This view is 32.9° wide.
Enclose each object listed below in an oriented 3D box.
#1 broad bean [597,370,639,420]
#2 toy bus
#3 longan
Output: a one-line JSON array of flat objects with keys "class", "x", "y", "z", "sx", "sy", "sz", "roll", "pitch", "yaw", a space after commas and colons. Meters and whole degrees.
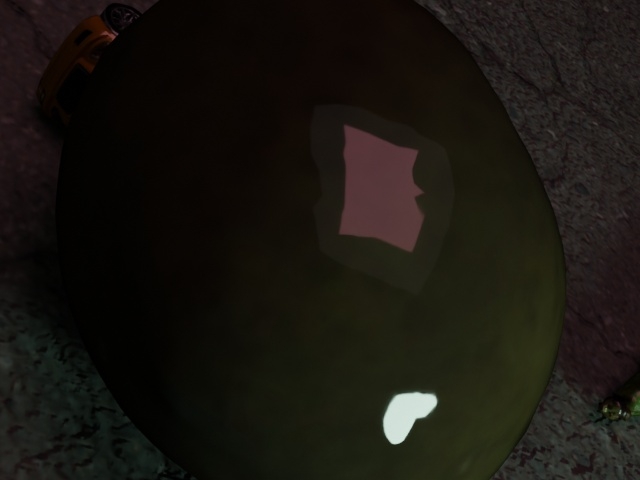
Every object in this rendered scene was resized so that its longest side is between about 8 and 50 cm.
[{"class": "broad bean", "x": 0.311, "y": 0.097, "z": 0.921, "sx": 0.060, "sy": 0.043, "sz": 0.297, "roll": 43, "pitch": 38, "yaw": 14}, {"class": "toy bus", "x": -0.080, "y": -0.089, "z": 0.709, "sx": 0.194, "sy": 0.083, "sz": 0.088, "roll": -3, "pitch": 59, "yaw": -44}, {"class": "longan", "x": 0.000, "y": 0.000, "z": 0.571, "sx": 0.300, "sy": 0.243, "sz": 0.300, "roll": 31, "pitch": 52, "yaw": -50}]
